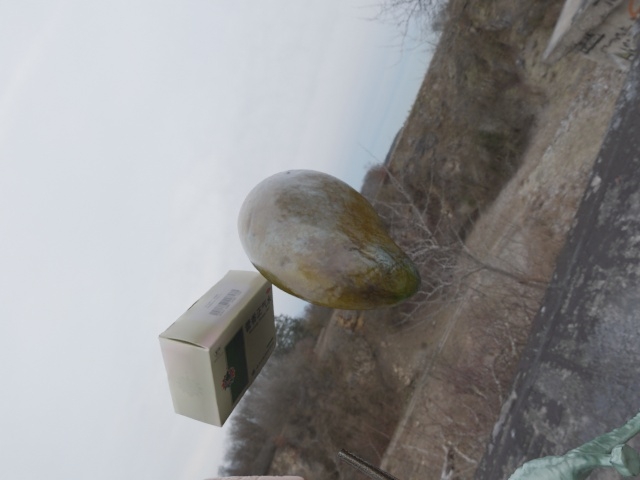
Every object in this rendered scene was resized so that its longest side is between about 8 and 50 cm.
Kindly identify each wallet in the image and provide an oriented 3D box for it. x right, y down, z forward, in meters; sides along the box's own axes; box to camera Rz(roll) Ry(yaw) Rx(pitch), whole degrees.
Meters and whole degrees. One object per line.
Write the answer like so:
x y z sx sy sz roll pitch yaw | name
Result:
0.168 0.652 1.150 0.039 0.243 0.133 -58 -30 -22 | wallet

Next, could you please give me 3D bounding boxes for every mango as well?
0.000 0.000 0.578 0.192 0.316 0.146 -23 -50 -26 | mango

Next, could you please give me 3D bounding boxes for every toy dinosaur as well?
0.244 0.207 0.357 0.382 0.076 0.129 -15 -10 -18 | toy dinosaur

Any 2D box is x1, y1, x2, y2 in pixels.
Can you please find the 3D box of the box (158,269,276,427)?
-0.163 0.173 0.718 0.212 0.095 0.168 -52 -35 -57 | box

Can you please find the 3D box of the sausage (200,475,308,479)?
-0.151 0.561 0.908 0.086 0.289 0.086 -12 -90 -74 | sausage
